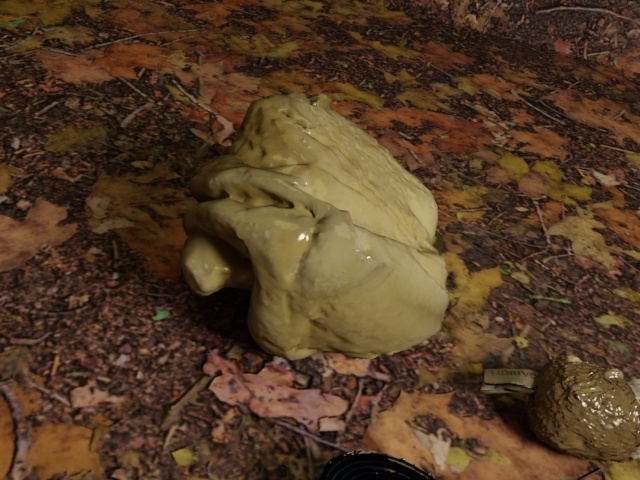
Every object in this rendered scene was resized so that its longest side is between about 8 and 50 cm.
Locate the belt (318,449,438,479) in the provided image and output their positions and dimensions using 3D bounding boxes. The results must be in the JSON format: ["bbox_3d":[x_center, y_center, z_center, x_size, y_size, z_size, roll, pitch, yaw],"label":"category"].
[{"bbox_3d":[0.065,0.273,0.600,0.151,0.078,0.198,-1,35,-25],"label":"belt"}]

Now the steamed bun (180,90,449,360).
[{"bbox_3d":[-0.004,-0.001,0.832,0.325,0.230,0.372,37,24,-19],"label":"steamed bun"}]

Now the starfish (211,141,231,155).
[{"bbox_3d":[-0.067,-0.115,1.134,0.241,0.043,0.227,-15,44,-36],"label":"starfish"}]

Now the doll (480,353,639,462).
[{"bbox_3d":[0.285,0.176,0.771,0.221,0.105,0.115,18,60,-3],"label":"doll"}]
